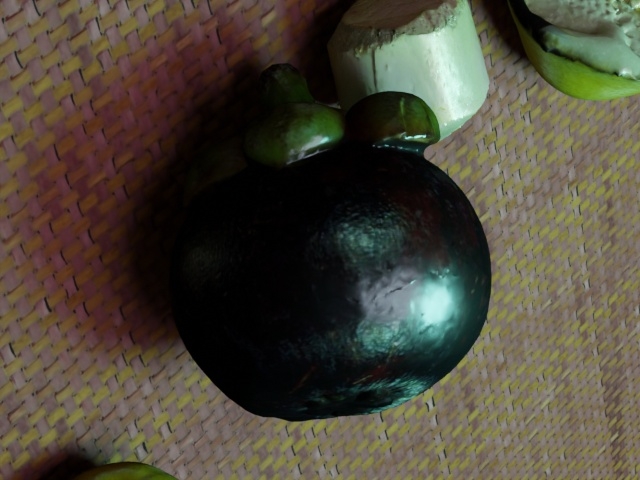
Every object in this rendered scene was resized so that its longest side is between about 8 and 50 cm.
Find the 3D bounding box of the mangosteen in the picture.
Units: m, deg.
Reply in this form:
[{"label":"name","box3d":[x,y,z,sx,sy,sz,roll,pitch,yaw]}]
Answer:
[{"label":"mangosteen","box3d":[0.004,0.015,1.348,0.300,0.300,0.300,-25,127,-38]}]

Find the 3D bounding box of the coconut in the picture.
[{"label":"coconut","box3d":[0.085,-0.160,1.428,0.147,0.147,0.153,-38,128,-28]}]

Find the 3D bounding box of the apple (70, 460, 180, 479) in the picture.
[{"label":"apple","box3d":[-0.176,0.285,1.362,0.182,0.182,0.155,-30,129,-34]}]

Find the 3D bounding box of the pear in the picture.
[{"label":"pear","box3d":[0.309,-0.229,1.621,0.267,0.267,0.178,-39,162,-27]}]
